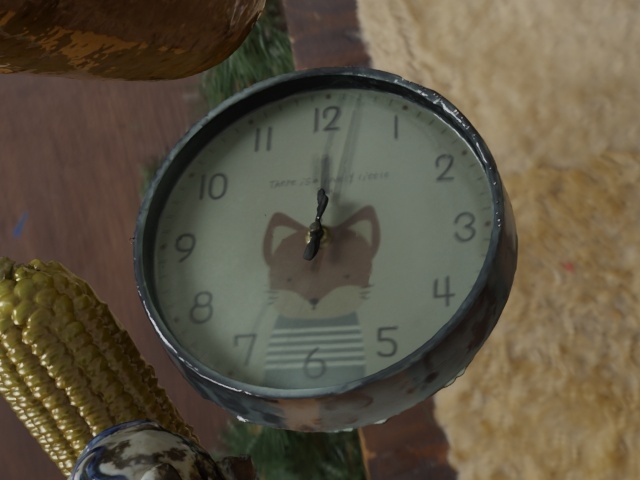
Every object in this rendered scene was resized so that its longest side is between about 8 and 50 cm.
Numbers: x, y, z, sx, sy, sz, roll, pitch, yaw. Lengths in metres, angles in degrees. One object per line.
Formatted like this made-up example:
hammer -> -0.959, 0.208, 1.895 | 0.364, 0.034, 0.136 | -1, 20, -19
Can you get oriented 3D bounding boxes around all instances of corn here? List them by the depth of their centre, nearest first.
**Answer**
corn -> -0.174, 0.166, 1.177 | 0.120, 0.120, 0.363 | -33, 105, 4

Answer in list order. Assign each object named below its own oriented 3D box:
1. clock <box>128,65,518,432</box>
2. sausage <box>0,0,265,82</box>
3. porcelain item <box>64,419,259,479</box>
clock -> 0.000, 0.000, 1.143 | 0.325, 0.325, 0.067 | -24, 149, 1
sausage -> -0.136, -0.125, 0.501 | 0.136, 0.501, 0.123 | 6, 94, 14
porcelain item -> -0.107, 0.266, 0.913 | 0.186, 0.138, 0.288 | -37, 68, 21
